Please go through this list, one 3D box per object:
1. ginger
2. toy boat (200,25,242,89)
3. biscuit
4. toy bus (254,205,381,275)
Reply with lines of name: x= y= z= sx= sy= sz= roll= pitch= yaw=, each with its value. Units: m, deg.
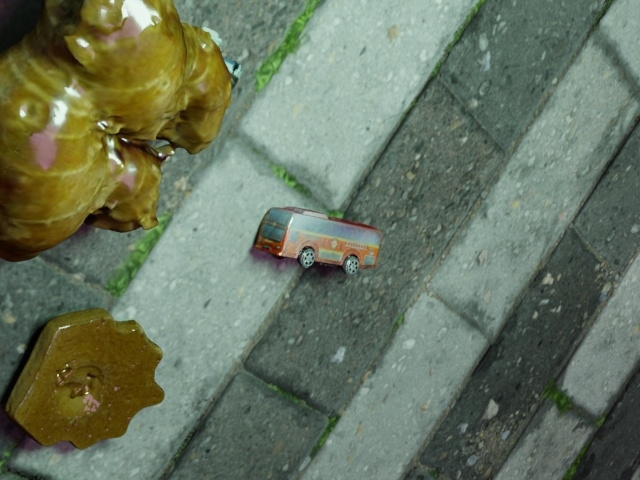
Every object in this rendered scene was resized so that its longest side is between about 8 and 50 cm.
ginger: x=-0.244 y=-0.119 z=1.153 sx=0.357 sy=0.152 sz=0.274 roll=-50 pitch=153 yaw=6
toy boat: x=-0.143 y=-0.214 z=1.279 sx=0.140 sy=0.059 sz=0.066 roll=16 pitch=74 yaw=-44
biscuit: x=-0.278 y=0.174 z=1.376 sx=0.215 sy=0.034 sz=0.182 roll=23 pitch=96 yaw=-49
toy bus: x=0.000 y=0.000 z=1.518 sx=0.192 sy=0.065 sz=0.077 roll=10 pitch=94 yaw=-45
